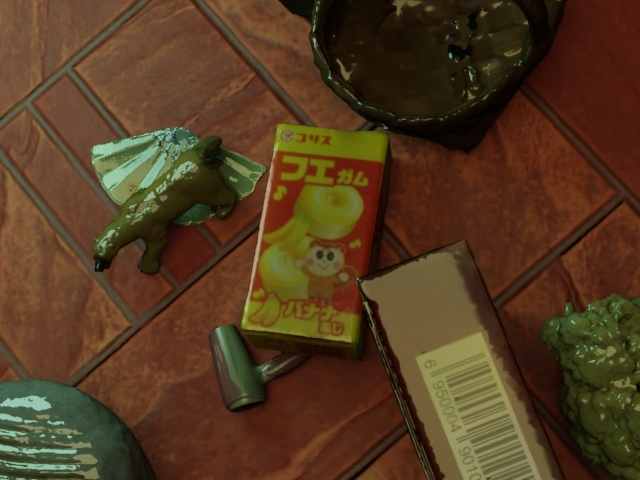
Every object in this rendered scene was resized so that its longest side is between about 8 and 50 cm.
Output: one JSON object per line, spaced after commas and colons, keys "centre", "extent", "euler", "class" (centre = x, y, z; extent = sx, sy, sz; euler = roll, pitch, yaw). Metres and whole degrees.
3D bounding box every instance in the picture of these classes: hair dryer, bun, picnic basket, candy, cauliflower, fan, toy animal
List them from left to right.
{"centre": [-0.352, 0.341, 1.521], "extent": [0.361, 0.211, 0.362], "euler": [-2, 80, 11], "class": "bun"}
{"centre": [-0.199, -0.042, 1.622], "extent": [0.218, 0.101, 0.103], "euler": [-38, 80, 2], "class": "toy animal"}
{"centre": [-0.189, -0.086, 1.684], "extent": [0.240, 0.009, 0.131], "euler": [6, 82, 9], "class": "fan"}
{"centre": [-0.055, 0.144, 1.605], "extent": [0.154, 0.054, 0.106], "euler": [-15, 72, -5], "class": "hair dryer"}
{"centre": [0.000, 0.000, 1.579], "extent": [0.146, 0.088, 0.276], "euler": [5, 72, 10], "class": "candy"}
{"centre": [0.138, -0.298, 1.515], "extent": [0.293, 0.337, 0.337], "euler": [29, 85, 13], "class": "picnic basket"}
{"centre": [0.403, 0.147, 1.422], "extent": [0.327, 0.260, 0.281], "euler": [28, 89, -8], "class": "cauliflower"}

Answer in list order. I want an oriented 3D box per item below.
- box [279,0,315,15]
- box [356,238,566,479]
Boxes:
{"centre": [-0.016, -0.336, 1.652], "extent": [0.069, 0.122, 0.084], "euler": [5, 78, 21], "class": "box"}
{"centre": [0.170, 0.207, 1.377], "extent": [0.122, 0.385, 0.345], "euler": [-22, 77, 4], "class": "box"}
